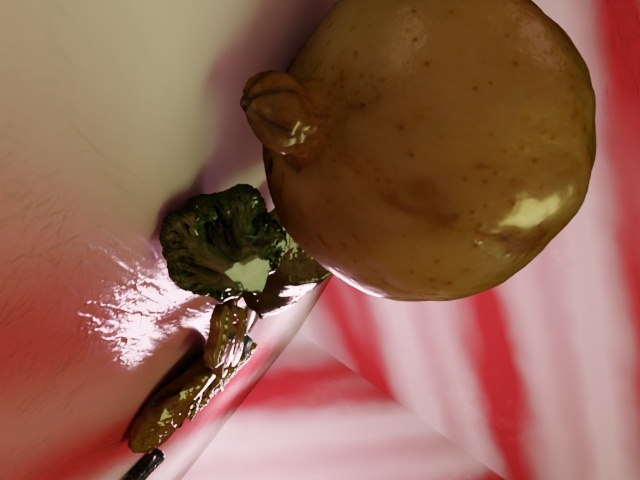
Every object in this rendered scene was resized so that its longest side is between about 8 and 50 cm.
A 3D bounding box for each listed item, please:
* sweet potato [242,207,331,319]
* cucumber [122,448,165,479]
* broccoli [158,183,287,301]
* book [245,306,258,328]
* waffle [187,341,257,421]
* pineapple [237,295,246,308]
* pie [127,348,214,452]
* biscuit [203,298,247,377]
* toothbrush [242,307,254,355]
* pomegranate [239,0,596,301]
[{"bbox_3d":[-0.078,0.048,0.904,0.158,0.157,0.370,-51,-178,-34],"label":"sweet potato"},{"bbox_3d":[-0.465,0.592,1.163,0.044,0.043,0.256,-64,169,21],"label":"cucumber"},{"bbox_3d":[-0.114,0.006,0.569,0.146,0.138,0.162,-45,132,-8],"label":"broccoli"},{"bbox_3d":[-0.205,0.233,1.354,0.232,0.022,0.162,-59,171,16],"label":"book"},{"bbox_3d":[-0.277,0.387,1.361,0.245,0.052,0.254,-48,174,17],"label":"waffle"},{"bbox_3d":[-0.179,0.136,1.104,0.045,0.019,0.083,-49,168,-25],"label":"pineapple"},{"bbox_3d":[-0.298,0.335,1.031,0.273,0.069,0.273,-51,174,-7],"label":"pie"},{"bbox_3d":[-0.188,0.200,1.008,0.225,0.036,0.166,73,23,-75],"label":"biscuit"},{"bbox_3d":[-0.152,0.139,1.187,0.042,0.040,0.418,-20,142,-44],"label":"toothbrush"},{"bbox_3d":[0.093,-0.112,0.552,0.410,0.410,0.410,-55,173,-10],"label":"pomegranate"}]
